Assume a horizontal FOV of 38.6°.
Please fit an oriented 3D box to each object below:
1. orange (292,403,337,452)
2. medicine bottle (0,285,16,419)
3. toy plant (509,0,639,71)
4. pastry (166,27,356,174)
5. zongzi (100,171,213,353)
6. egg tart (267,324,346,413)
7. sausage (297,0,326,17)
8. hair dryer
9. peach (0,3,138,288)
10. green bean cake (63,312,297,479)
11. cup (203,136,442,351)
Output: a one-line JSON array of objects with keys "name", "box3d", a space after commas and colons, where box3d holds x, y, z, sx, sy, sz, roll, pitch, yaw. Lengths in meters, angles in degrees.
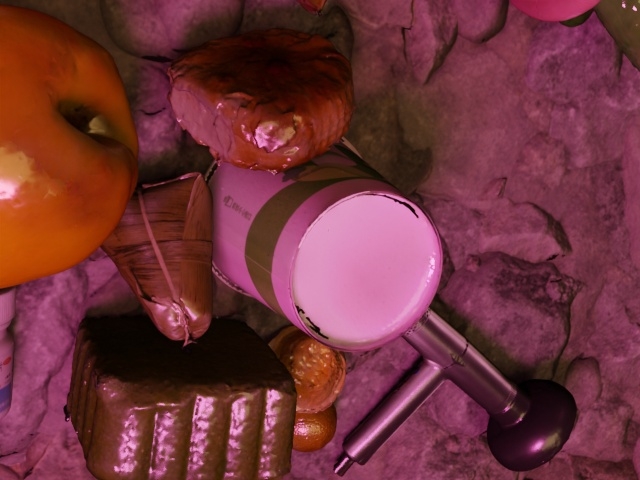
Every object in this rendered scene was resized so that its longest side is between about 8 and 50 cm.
[{"name": "orange", "box3d": [-0.023, 0.258, 1.299, 0.095, 0.085, 0.085, 5, 106, -16]}, {"name": "medicine bottle", "box3d": [-0.414, 0.127, 1.076, 0.105, 0.105, 0.168, 0, 108, -23]}, {"name": "toy plant", "box3d": [0.327, -0.348, 1.144, 0.356, 0.210, 0.317, 15, 61, -37]}, {"name": "pastry", "box3d": [-0.066, -0.166, 1.050, 0.218, 0.229, 0.100, -3, 137, -11]}, {"name": "zongzi", "box3d": [-0.226, 0.029, 1.066, 0.204, 0.094, 0.205, -3, 73, 0]}, {"name": "egg tart", "box3d": [-0.016, 0.174, 1.261, 0.128, 0.049, 0.129, 7, 71, -21]}, {"name": "sausage", "box3d": [0.013, -0.431, 1.054, 0.125, 0.117, 0.318, 25, 95, -16]}, {"name": "hair dryer", "box3d": [0.177, 0.259, 1.399, 0.320, 0.156, 0.284, 33, 114, -16]}, {"name": "peach", "box3d": [-0.353, -0.089, 0.938, 0.307, 0.289, 0.289, -16, 117, 16]}, {"name": "green bean cake", "box3d": [-0.172, 0.195, 1.118, 0.246, 0.250, 0.157, 2, 106, -24]}, {"name": "cup", "box3d": [0.000, 0.000, 1.107, 0.253, 0.274, 0.253, -7, 111, -20]}]
